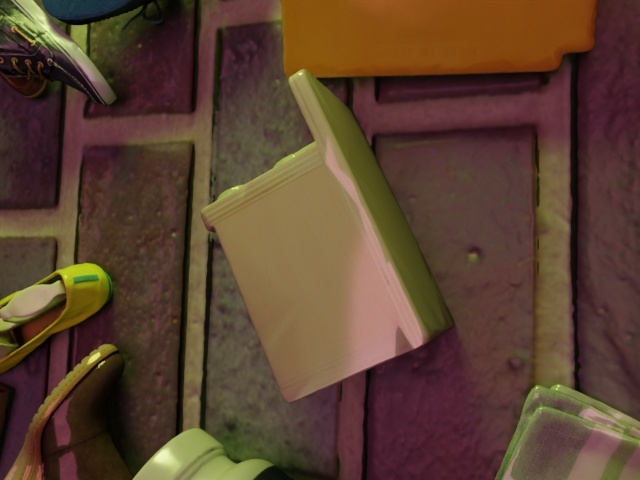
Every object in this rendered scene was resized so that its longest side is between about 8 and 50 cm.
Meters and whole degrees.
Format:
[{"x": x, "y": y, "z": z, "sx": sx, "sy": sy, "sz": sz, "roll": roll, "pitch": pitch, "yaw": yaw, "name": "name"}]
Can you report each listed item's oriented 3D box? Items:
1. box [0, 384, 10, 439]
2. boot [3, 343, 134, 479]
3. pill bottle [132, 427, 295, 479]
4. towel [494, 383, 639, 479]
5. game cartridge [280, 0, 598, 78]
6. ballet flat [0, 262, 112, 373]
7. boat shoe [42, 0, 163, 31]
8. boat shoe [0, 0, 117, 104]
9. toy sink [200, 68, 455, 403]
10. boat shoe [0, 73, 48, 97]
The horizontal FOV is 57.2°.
[{"x": -0.465, "y": 0.256, "z": 0.721, "sx": 0.164, "sy": 0.021, "sz": 0.201, "roll": 13, "pitch": 93, "yaw": 20, "name": "box"}, {"x": -0.215, "y": 0.259, "z": 0.616, "sx": 0.207, "sy": 0.090, "sz": 0.248, "roll": 29, "pitch": 78, "yaw": 1, "name": "boot"}, {"x": -0.045, "y": 0.289, "z": 0.504, "sx": 0.265, "sy": 0.153, "sz": 0.153, "roll": 30, "pitch": 96, "yaw": 19, "name": "pill bottle"}, {"x": 0.282, "y": 0.285, "z": 0.452, "sx": 0.325, "sy": 0.038, "sz": 0.247, "roll": 21, "pitch": 94, "yaw": 19, "name": "towel"}, {"x": 0.095, "y": -0.309, "z": 0.505, "sx": 0.285, "sy": 0.053, "sz": 0.323, "roll": 5, "pitch": 111, "yaw": 19, "name": "game cartridge"}, {"x": -0.343, "y": 0.090, "z": 0.664, "sx": 0.231, "sy": 0.077, "sz": 0.077, "roll": -29, "pitch": 80, "yaw": 15, "name": "ballet flat"}, {"x": -0.177, "y": -0.289, "z": 0.635, "sx": 0.258, "sy": 0.089, "sz": 0.109, "roll": -11, "pitch": 92, "yaw": 18, "name": "boat shoe"}, {"x": -0.319, "y": -0.203, "z": 0.665, "sx": 0.183, "sy": 0.065, "sz": 0.083, "roll": 45, "pitch": 80, "yaw": 5, "name": "boat shoe"}, {"x": 0.000, "y": 0.000, "z": 0.513, "sx": 0.131, "sy": 0.153, "sz": 0.234, "roll": -27, "pitch": 78, "yaw": 16, "name": "toy sink"}, {"x": -0.394, "y": -0.249, "z": 0.718, "sx": 0.064, "sy": 0.060, "sz": 0.178, "roll": -37, "pitch": 75, "yaw": 13, "name": "boat shoe"}]
